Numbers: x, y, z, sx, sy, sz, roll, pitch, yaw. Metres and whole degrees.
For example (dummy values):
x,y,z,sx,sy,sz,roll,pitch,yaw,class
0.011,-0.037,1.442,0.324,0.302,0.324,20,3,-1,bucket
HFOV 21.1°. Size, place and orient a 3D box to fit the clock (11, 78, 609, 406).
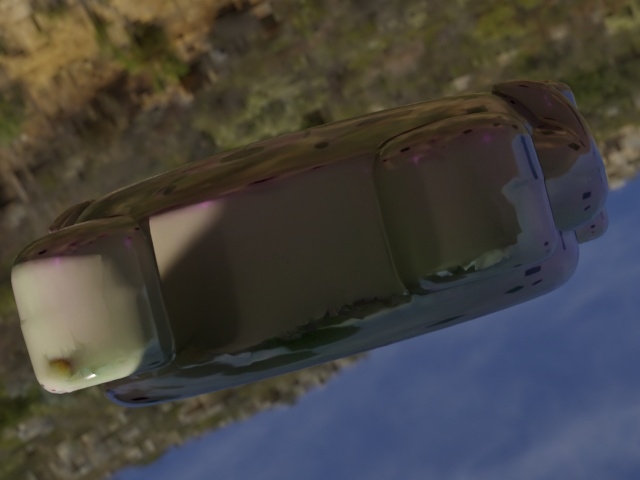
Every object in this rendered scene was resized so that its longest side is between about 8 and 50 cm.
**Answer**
x,y,z,sx,sy,sz,roll,pitch,yaw,class
0.000,0.000,0.844,0.284,0.114,0.309,-14,179,9,clock
